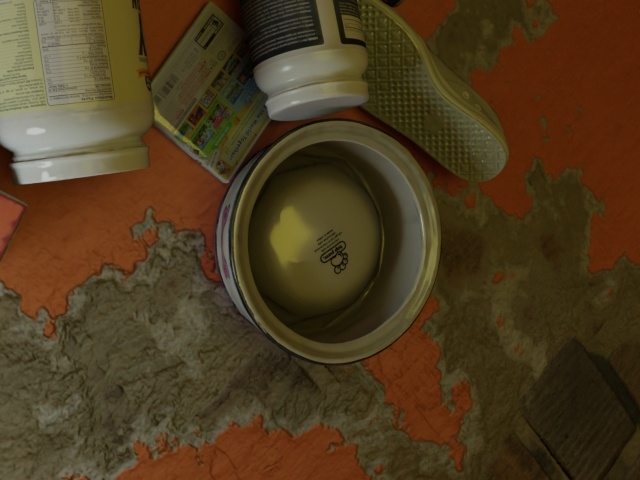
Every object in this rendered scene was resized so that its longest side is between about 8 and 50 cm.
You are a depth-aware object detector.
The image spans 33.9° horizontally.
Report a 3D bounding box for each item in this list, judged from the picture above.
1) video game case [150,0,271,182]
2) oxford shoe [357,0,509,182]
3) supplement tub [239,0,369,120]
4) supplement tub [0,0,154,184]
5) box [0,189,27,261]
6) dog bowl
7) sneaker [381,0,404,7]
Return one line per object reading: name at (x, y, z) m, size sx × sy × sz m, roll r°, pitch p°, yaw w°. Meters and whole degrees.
video game case at (-0.172, -0.246, 1.751) m, size 0.206 × 0.026 × 0.227 m, roll 40°, pitch 72°, yaw -25°
oxford shoe at (0.167, -0.282, 1.895) m, size 0.449 × 0.169 × 0.130 m, roll 41°, pitch 31°, yaw -17°
supplement tub at (-0.028, -0.347, 1.713) m, size 0.191 × 0.191 × 0.272 m, roll -9°, pitch 86°, yaw -29°
supplement tub at (-0.367, -0.253, 1.517) m, size 0.236 × 0.235 × 0.324 m, roll -11°, pitch 97°, yaw -29°
box at (-0.554, -0.048, 1.467) m, size 0.232 × 0.149 × 0.126 m, roll 29°, pitch 78°, yaw -27°
dog bowl at (0.000, 0.000, 1.788) m, size 0.408 × 0.150 × 0.407 m, roll -1°, pitch 92°, yaw -31°
sneaker at (0.086, -0.575, 1.846) m, size 0.180 × 0.125 × 0.321 m, roll 8°, pitch 77°, yaw -26°
